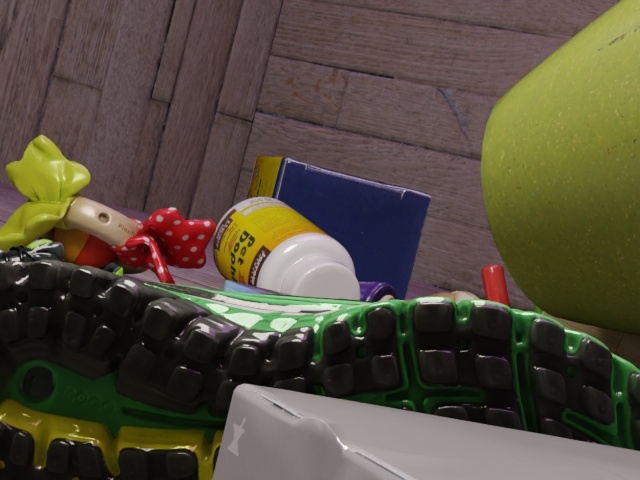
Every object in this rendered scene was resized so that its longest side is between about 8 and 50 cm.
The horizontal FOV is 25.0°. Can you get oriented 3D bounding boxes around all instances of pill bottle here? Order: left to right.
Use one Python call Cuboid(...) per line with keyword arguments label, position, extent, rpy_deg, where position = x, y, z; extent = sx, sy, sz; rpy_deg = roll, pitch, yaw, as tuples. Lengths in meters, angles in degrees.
Cuboid(label="pill bottle", position=(-0.037, 0.032, 1.641), extent=(0.117, 0.117, 0.215), rpy_deg=(13, 11, -28))

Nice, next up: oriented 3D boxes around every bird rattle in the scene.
Cuboid(label="bird rattle", position=(-0.259, -0.016, 1.709), extent=(0.254, 0.143, 0.207), rpy_deg=(17, -15, -15))

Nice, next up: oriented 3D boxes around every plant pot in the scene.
Cuboid(label="plant pot", position=(0.239, -0.052, 0.730), extent=(0.294, 0.274, 0.275), rpy_deg=(-13, -16, 39))

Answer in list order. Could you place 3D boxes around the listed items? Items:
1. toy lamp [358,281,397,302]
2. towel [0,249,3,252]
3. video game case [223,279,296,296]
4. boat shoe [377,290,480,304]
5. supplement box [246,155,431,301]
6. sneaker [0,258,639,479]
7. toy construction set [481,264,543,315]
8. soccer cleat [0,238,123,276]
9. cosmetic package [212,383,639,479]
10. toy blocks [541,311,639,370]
Cuboid(label="toy lamp", position=(0.129, 0.103, 1.638), extent=(0.275, 0.080, 0.080), rpy_deg=(16, 3, 30))
Cuboid(label="towel", position=(-0.369, 0.006, 1.415), extent=(0.325, 0.038, 0.248), rpy_deg=(15, 1, 18))
Cuboid(label="video game case", position=(0.062, 0.106, 1.284), extent=(0.244, 0.061, 0.269), rpy_deg=(15, 1, -24))
Cuboid(label="boat shoe", position=(0.039, 0.084, 0.920), extent=(0.116, 0.123, 0.324), rpy_deg=(12, 0, 2))
Cuboid(label="supplement box", position=(0.000, 0.000, 1.943), extent=(0.194, 0.195, 0.356), rpy_deg=(14, 1, -9))
Cuboid(label="sneaker", position=(0.005, 0.076, 0.636), extent=(0.344, 0.134, 0.146), rpy_deg=(14, 1, 11))
Cuboid(label="toy construction set", position=(0.320, 0.110, 1.418), extent=(0.309, 0.237, 0.257), rpy_deg=(-15, -13, 32))
Cuboid(label="soccer cleat", position=(-0.239, 0.030, 1.115), extent=(0.179, 0.072, 0.060), rpy_deg=(13, 2, -27))
Cuboid(label="cosmetic package", position=(0.087, 0.120, 0.468), extent=(0.238, 0.107, 0.127), rpy_deg=(10, 4, -27))
Cuboid(label="toy blocks", position=(0.259, 0.124, 0.966), extent=(0.261, 0.190, 0.381), rpy_deg=(26, 5, 9))
